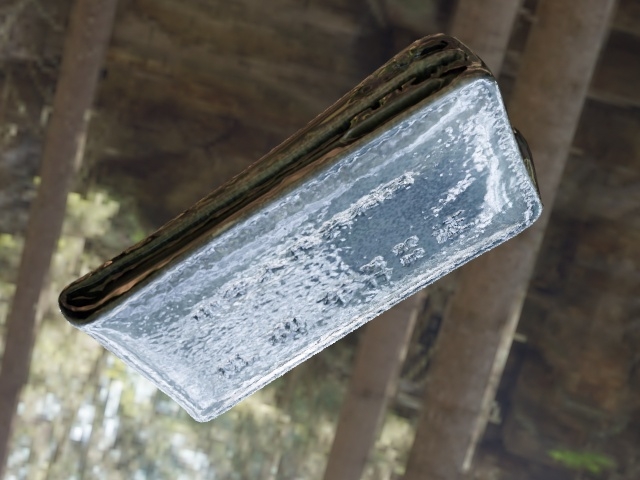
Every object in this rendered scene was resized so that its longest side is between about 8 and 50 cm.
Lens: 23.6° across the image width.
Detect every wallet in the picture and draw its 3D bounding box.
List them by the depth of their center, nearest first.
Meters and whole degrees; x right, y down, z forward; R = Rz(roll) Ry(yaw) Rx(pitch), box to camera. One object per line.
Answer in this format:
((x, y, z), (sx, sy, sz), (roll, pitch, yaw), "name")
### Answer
((0.001, 0.002, 0.731), (0.036, 0.222, 0.167), (57, -179, 28), "wallet")
